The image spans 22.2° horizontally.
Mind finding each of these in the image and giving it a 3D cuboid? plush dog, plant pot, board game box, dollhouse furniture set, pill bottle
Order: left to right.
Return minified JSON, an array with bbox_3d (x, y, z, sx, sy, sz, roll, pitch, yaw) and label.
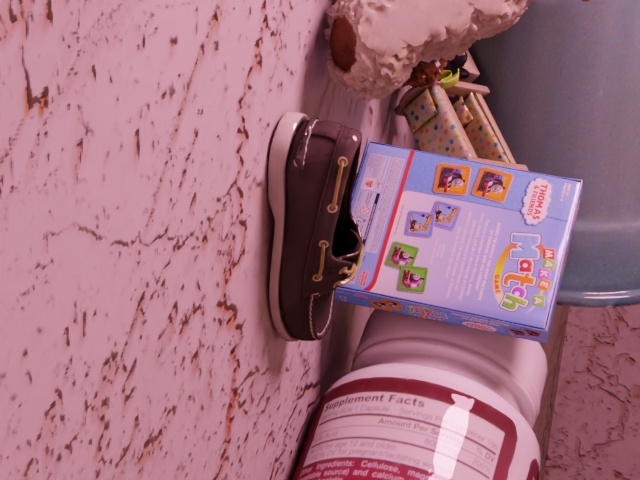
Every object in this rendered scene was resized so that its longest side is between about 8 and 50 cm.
[{"bbox_3d":[0.077,0.256,1.516,0.224,0.224,0.392,82,24,-52],"label":"pill bottle"},{"bbox_3d":[0.097,-0.103,1.699,0.101,0.161,0.182,5,52,-43],"label":"dollhouse furniture set"},{"bbox_3d":[0.112,-0.243,1.408,0.225,0.210,0.263,-138,-123,-79],"label":"plush dog"},{"bbox_3d":[0.127,-0.001,1.538,0.039,0.211,0.160,72,32,-62],"label":"board game box"},{"bbox_3d":[0.282,-0.149,1.801,0.341,0.341,0.334,-51,146,-62],"label":"plant pot"}]

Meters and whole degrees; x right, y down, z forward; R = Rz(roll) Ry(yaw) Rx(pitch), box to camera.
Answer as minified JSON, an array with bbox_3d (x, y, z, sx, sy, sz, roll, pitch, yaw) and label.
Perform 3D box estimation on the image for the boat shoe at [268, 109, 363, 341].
[{"bbox_3d":[0.000,0.000,1.333,0.081,0.068,0.228,-64,159,-46],"label":"boat shoe"}]

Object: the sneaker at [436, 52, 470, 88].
[{"bbox_3d":[0.137,-0.242,1.629,0.084,0.097,0.235,78,27,-58],"label":"sneaker"}]
